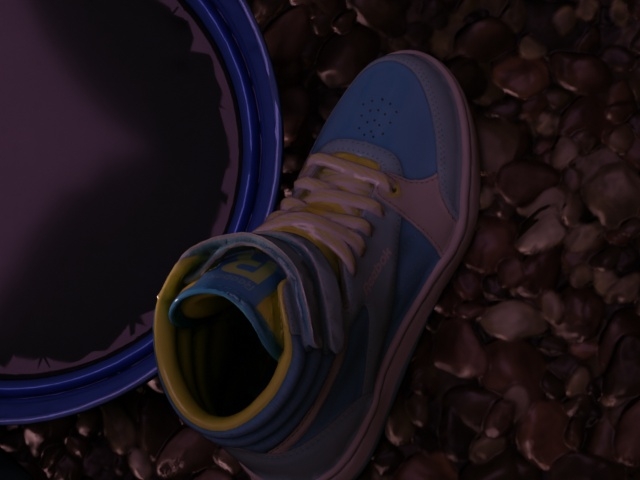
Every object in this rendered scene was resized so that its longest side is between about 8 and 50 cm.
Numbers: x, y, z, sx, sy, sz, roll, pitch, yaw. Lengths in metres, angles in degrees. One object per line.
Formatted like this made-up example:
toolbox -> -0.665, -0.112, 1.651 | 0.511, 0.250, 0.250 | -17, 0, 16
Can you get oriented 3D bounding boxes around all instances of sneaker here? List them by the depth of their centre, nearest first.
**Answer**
sneaker -> 0.000, 0.000, 1.159 | 0.127, 0.208, 0.319 | 11, 78, 26

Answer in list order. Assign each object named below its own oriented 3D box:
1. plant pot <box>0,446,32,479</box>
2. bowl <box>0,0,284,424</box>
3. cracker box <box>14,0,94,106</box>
plant pot -> -0.356, 0.165, 1.243 | 0.165, 0.234, 0.165 | 36, 90, 28
bowl -> -0.219, -0.066, 1.269 | 0.391, 0.077, 0.391 | 0, 85, 1
cracker box -> -0.281, -0.154, 1.365 | 0.155, 0.067, 0.232 | -34, 84, 10
